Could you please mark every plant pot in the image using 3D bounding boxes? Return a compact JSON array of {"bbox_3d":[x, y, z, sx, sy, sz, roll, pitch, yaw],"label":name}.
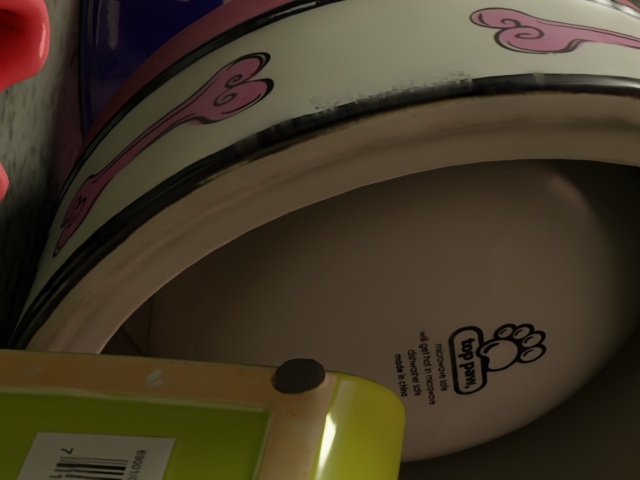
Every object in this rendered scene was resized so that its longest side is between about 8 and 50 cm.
[{"bbox_3d":[-0.072,0.167,0.449,0.228,0.227,0.207,-73,161,-50],"label":"plant pot"}]

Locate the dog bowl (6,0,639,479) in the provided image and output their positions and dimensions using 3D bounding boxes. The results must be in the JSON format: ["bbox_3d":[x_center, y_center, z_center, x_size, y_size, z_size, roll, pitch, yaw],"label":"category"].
[{"bbox_3d":[0.047,0.037,0.630,0.408,0.408,0.150,89,-7,-47],"label":"dog bowl"}]

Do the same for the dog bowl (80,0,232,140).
[{"bbox_3d":[-0.049,-0.125,0.755,0.265,0.104,0.265,8,90,-82],"label":"dog bowl"}]

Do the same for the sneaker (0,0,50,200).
[{"bbox_3d":[-0.129,-0.012,0.315,0.081,0.094,0.208,90,12,-52],"label":"sneaker"}]
